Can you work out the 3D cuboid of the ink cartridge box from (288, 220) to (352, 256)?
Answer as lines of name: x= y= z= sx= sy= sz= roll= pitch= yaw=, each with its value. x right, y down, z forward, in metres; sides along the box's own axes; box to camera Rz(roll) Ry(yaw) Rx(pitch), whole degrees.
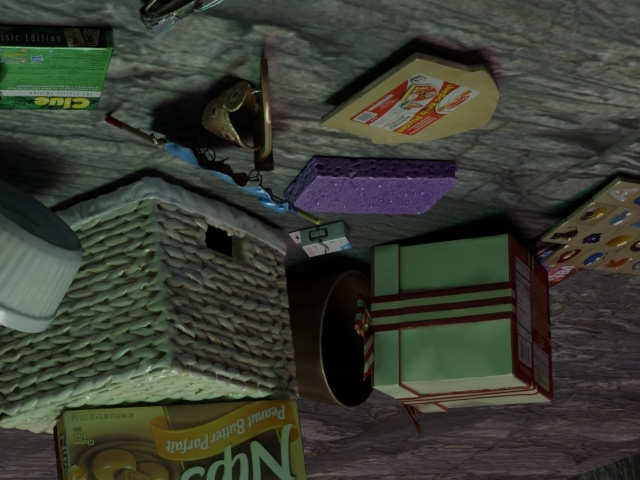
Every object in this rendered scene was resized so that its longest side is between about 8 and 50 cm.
ink cartridge box: x=0.000 y=0.000 z=1.954 sx=0.083 sy=0.028 sz=0.048 roll=-12 pitch=158 yaw=10

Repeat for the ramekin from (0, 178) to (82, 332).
ramekin: x=-0.382 y=0.006 z=1.596 sx=0.109 sy=0.207 sz=0.207 roll=-53 pitch=146 yaw=7

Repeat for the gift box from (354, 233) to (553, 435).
gift box: x=0.201 y=0.149 z=2.057 sx=0.258 sy=0.276 sz=0.255 roll=-6 pitch=156 yaw=25

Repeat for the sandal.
sandal: x=-0.095 y=-0.131 z=1.518 sx=0.079 sy=0.088 sz=0.240 roll=-3 pitch=165 yaw=-2

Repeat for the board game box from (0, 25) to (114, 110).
board game box: x=-0.351 y=-0.177 z=1.378 sx=0.259 sy=0.030 sz=0.136 roll=-1 pitch=155 yaw=-19

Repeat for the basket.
basket: x=-0.248 y=0.114 z=1.829 sx=0.331 sy=0.266 sz=0.328 roll=-18 pitch=157 yaw=27

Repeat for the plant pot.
plant pot: x=-0.046 y=0.153 z=2.123 sx=0.230 sy=0.215 sz=0.215 roll=-1 pitch=165 yaw=30

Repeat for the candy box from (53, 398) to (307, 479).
candy box: x=-0.177 y=0.310 z=1.735 sx=0.316 sy=0.183 sz=0.087 roll=0 pitch=159 yaw=-22

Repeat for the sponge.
sponge: x=0.068 y=-0.072 z=1.798 sx=0.210 sy=0.031 sz=0.117 roll=0 pitch=157 yaw=-23

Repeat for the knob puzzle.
knob puzzle: x=0.125 y=-0.167 z=1.583 sx=0.213 sy=0.030 sz=0.213 roll=-8 pitch=158 yaw=-3

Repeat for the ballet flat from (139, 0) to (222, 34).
ballet flat: x=-0.132 y=-0.237 z=1.302 sx=0.114 sy=0.041 sz=0.041 roll=-23 pitch=155 yaw=28

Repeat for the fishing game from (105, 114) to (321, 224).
fishing game: x=-0.114 y=-0.087 z=1.560 sx=0.264 sy=0.041 sz=0.189 roll=26 pitch=-178 yaw=-38

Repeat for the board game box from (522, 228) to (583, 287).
board game box: x=0.380 y=0.029 z=2.179 sx=0.145 sy=0.027 sz=0.281 roll=4 pitch=155 yaw=-32

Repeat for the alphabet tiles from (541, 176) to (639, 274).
alphabet tiles: x=0.517 y=-0.028 z=2.059 sx=0.342 sy=0.011 sz=0.285 roll=7 pitch=146 yaw=-35
